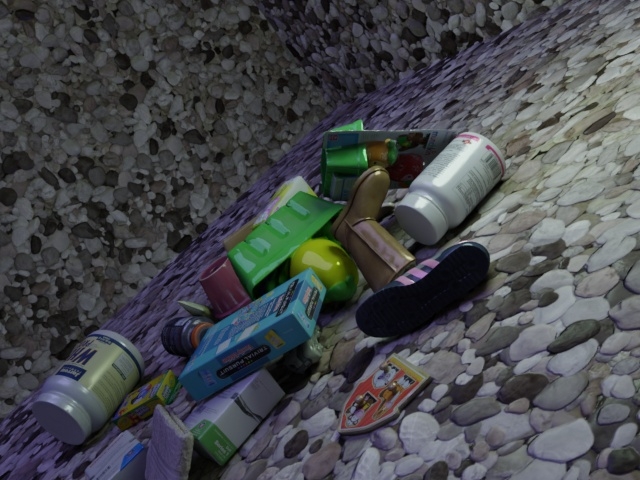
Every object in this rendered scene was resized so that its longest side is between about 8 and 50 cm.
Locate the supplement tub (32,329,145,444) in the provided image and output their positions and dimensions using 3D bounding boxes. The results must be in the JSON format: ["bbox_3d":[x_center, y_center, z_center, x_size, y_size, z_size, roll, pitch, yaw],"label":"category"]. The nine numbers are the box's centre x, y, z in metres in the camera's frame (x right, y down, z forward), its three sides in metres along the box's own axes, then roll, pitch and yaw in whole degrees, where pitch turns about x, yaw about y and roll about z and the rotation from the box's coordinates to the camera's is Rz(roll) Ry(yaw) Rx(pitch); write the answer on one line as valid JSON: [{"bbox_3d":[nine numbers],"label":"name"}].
[{"bbox_3d":[-0.756,0.478,2.378,0.235,0.235,0.325,-25,21,39],"label":"supplement tub"}]

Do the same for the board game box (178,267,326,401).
[{"bbox_3d":[-0.157,0.223,1.746,0.336,0.079,0.254,-31,14,19],"label":"board game box"}]

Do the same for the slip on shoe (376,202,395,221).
[{"bbox_3d":[0.174,-0.079,2.241,0.135,0.051,0.041,-19,64,30],"label":"slip on shoe"}]

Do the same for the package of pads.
[{"bbox_3d":[-0.085,-0.053,2.385,0.101,0.229,0.296,-27,19,35],"label":"package of pads"}]

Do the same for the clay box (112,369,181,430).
[{"bbox_3d":[-0.517,0.477,2.194,0.222,0.053,0.127,-33,17,21],"label":"clay box"}]

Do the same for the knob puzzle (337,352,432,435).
[{"bbox_3d":[0.102,0.298,1.393,0.213,0.030,0.213,-35,17,12],"label":"knob puzzle"}]

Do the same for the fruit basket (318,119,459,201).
[{"bbox_3d":[0.175,-0.203,1.996,0.327,0.353,0.166,99,173,-66],"label":"fruit basket"}]

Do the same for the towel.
[{"bbox_3d":[-0.344,0.487,1.624,0.282,0.049,0.187,-177,95,-66],"label":"towel"}]

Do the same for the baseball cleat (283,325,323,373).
[{"bbox_3d":[-0.048,0.253,1.764,0.109,0.072,0.206,-43,12,7],"label":"baseball cleat"}]

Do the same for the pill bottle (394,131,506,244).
[{"bbox_3d":[0.325,-0.130,1.833,0.283,0.160,0.160,-45,17,-21],"label":"pill bottle"}]

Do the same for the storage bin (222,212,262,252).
[{"bbox_3d":[-0.275,0.036,2.741,0.260,0.123,0.262,-34,17,15],"label":"storage bin"}]

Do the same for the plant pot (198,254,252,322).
[{"bbox_3d":[-0.290,0.153,2.356,0.201,0.180,0.201,-34,17,12],"label":"plant pot"}]

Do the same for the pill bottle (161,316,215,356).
[{"bbox_3d":[-0.400,0.303,2.276,0.130,0.130,0.245,-47,18,-27],"label":"pill bottle"}]

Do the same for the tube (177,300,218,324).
[{"bbox_3d":[-0.389,0.233,2.353,0.070,0.062,0.240,-22,-17,0],"label":"tube"}]

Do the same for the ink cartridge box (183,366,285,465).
[{"bbox_3d":[-0.207,0.395,1.675,0.219,0.093,0.160,-45,16,-25],"label":"ink cartridge box"}]

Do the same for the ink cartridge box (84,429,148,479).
[{"bbox_3d":[-0.496,0.576,1.823,0.148,0.086,0.203,-44,16,-20],"label":"ink cartridge box"}]

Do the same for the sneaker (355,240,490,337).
[{"bbox_3d":[0.224,0.106,1.560,0.319,0.112,0.131,-30,1,18],"label":"sneaker"}]

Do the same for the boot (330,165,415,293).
[{"bbox_3d":[0.154,-0.018,1.753,0.236,0.089,0.269,-62,41,22],"label":"boot"}]

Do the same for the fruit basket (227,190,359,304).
[{"bbox_3d":[-0.026,0.077,1.992,0.392,0.283,0.392,-4,57,7],"label":"fruit basket"}]
